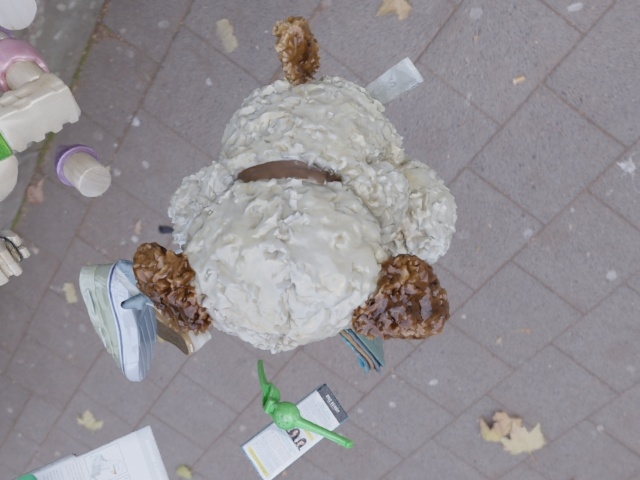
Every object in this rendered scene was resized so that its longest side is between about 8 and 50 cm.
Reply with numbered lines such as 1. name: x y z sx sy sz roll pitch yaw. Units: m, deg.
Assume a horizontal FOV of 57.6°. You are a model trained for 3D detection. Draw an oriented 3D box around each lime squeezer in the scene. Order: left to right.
1. lime squeezer: -0.073 0.334 1.213 0.310 0.110 0.058 31 122 40

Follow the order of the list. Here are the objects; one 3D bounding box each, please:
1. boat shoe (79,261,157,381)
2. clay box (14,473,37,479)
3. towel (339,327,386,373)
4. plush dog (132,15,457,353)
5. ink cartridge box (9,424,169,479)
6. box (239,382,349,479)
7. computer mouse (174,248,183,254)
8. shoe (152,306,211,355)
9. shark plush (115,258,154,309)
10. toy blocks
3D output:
1. boat shoe: -0.368 0.147 1.075 0.094 0.109 0.302 9 130 2
2. clay box: -0.388 0.417 0.734 0.053 0.127 0.221 -8 104 45
3. towel: 0.000 0.000 0.867 0.040 0.271 0.370 -20 134 18
4. plush dog: -0.015 -0.021 0.438 0.263 0.225 0.210 1 138 3
5. ink cartridge box: -0.333 0.454 0.879 0.275 0.239 0.060 67 153 9
6. box: -0.061 0.448 1.369 0.100 0.244 0.060 55 158 6
7. computer mouse: -0.324 0.081 1.257 0.193 0.042 0.106 -56 50 47
8. shoe: -0.311 0.175 1.234 0.219 0.058 0.076 25 135 41
9. shark plush: -0.237 0.077 0.895 0.161 0.073 0.067 22 121 -5
10. toy blocks: -0.437 -0.137 0.647 0.260 0.289 0.308 37 153 31
